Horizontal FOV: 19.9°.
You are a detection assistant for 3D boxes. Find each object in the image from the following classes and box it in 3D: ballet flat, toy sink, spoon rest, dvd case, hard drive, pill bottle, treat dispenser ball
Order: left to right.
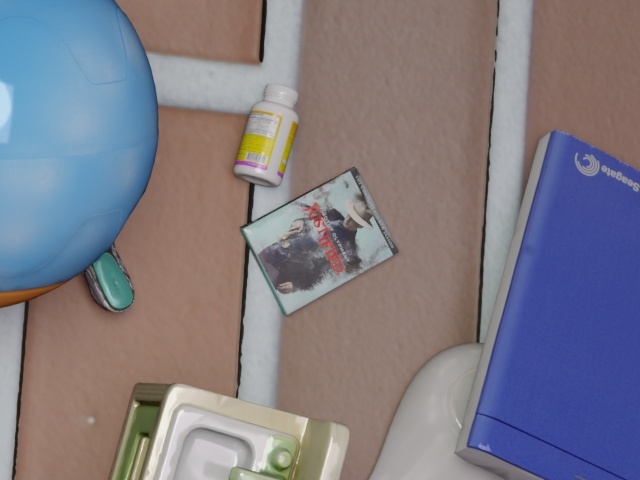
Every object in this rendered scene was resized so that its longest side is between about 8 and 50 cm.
[{"bbox_3d":[-0.266,-0.089,1.370,0.288,0.288,0.288,1,86,-18],"label":"treat dispenser ball"},{"bbox_3d":[-0.190,0.008,1.519,0.041,0.041,0.114,-22,92,-18],"label":"ballet flat"},{"bbox_3d":[-0.090,0.198,1.437,0.131,0.234,0.153,17,82,-17],"label":"toy sink"},{"bbox_3d":[-0.044,-0.091,1.571,0.043,0.043,0.083,19,80,-16],"label":"pill bottle"},{"bbox_3d":[0.000,0.000,1.595,0.119,0.013,0.087,-28,95,-19],"label":"dvd case"},{"bbox_3d":[0.092,0.193,1.581,0.276,0.084,0.137,-36,78,-26],"label":"spoon rest"},{"bbox_3d":[0.252,0.082,1.611,0.210,0.040,0.319,26,62,-15],"label":"hard drive"}]
